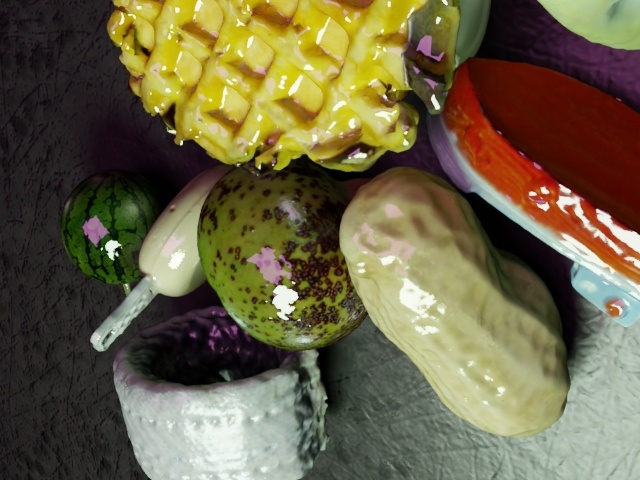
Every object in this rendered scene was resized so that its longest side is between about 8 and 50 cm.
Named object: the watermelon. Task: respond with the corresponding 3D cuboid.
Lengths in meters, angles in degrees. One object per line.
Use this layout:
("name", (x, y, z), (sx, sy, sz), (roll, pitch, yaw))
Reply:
("watermelon", (-0.257, 0.001, 0.993), (0.141, 0.141, 0.187), (7, 115, 31))

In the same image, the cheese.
("cheese", (-0.171, 0.016, 0.892), (0.071, 0.249, 0.163), (36, 136, 8))

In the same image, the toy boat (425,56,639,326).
("toy boat", (0.226, -0.038, 0.676), (0.332, 0.145, 0.133), (40, 149, 18))

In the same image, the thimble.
("thimble", (-0.114, 0.189, 0.911), (0.245, 0.217, 0.157), (1, 113, 25))

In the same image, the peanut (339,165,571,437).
("peanut", (0.130, 0.059, 0.721), (0.152, 0.152, 0.313), (-26, 118, 35))

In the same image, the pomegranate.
("pomegranate", (0.000, 0.000, 0.814), (0.248, 0.214, 0.214), (-26, 89, -2))

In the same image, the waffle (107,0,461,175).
("waffle", (-0.058, -0.238, 0.659), (0.380, 0.095, 0.382), (3, 114, 34))

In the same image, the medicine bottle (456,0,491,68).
("medicine bottle", (-0.012, -0.247, 0.764), (0.341, 0.130, 0.130), (12, 110, 30))

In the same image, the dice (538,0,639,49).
("dice", (0.238, -0.291, 0.492), (0.252, 0.254, 0.249), (-32, 72, 43))
